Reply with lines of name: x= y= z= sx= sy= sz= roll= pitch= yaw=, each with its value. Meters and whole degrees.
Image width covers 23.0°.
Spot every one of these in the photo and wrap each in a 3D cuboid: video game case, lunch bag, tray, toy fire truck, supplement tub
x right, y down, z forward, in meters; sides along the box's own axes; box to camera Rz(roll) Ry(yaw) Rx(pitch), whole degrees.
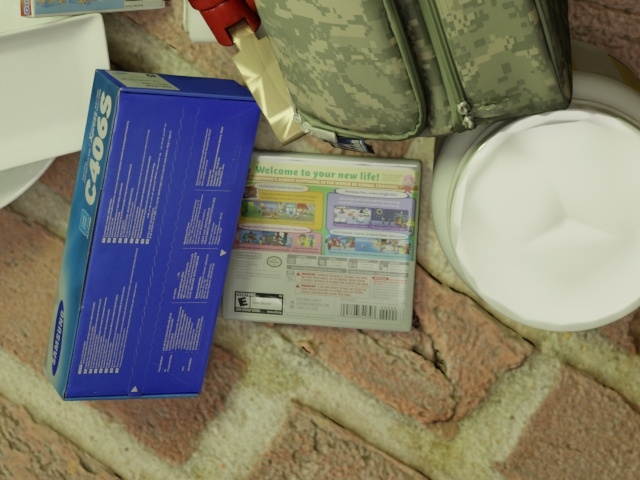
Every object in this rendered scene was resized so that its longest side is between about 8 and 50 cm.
video game case: x=0.000 y=0.000 z=1.718 sx=0.212 sy=0.023 sz=0.193 roll=4 pitch=106 yaw=5
lunch bag: x=0.063 y=-0.233 z=1.322 sx=0.256 sy=0.212 sz=0.305 roll=-9 pitch=133 yaw=16
tray: x=-0.340 y=-0.137 z=1.575 sx=0.270 sy=0.030 sz=0.145 roll=-16 pitch=119 yaw=-20
toy fire truck: x=-0.038 y=-0.241 z=1.487 sx=0.217 sy=0.158 sz=0.246 roll=-20 pitch=123 yaw=17
supplement tub: x=0.227 y=-0.059 z=1.521 sx=0.241 sy=0.331 sz=0.241 roll=1 pitch=106 yaw=5

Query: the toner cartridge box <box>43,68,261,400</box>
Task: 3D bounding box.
toner cartridge box: x=-0.181 y=-0.002 z=1.661 sx=0.165 sy=0.075 sz=0.347 roll=2 pitch=111 yaw=-30

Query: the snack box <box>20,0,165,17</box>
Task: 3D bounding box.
snack box: x=-0.229 y=-0.263 z=1.595 sx=0.022 sy=0.178 sz=0.064 roll=12 pitch=107 yaw=40

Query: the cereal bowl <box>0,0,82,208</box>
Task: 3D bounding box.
cereal bowl: x=-0.419 y=-0.188 z=1.612 sx=0.339 sy=0.141 sz=0.339 roll=-11 pitch=118 yaw=-22

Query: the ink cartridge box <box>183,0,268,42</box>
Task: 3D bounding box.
ink cartridge box: x=0.003 y=-0.302 z=1.586 sx=0.273 sy=0.114 sz=0.197 roll=2 pitch=106 yaw=4
